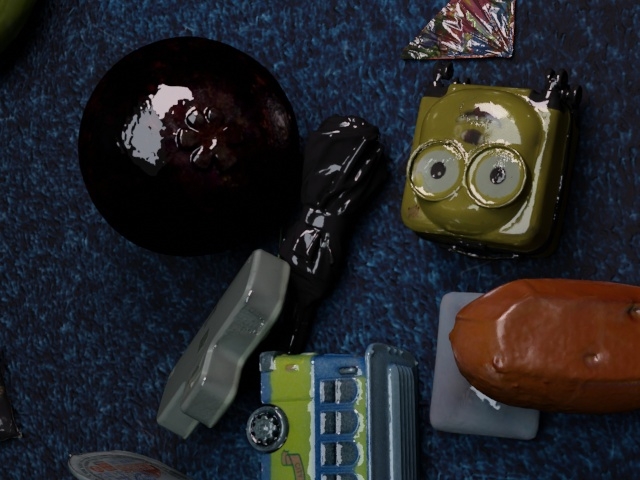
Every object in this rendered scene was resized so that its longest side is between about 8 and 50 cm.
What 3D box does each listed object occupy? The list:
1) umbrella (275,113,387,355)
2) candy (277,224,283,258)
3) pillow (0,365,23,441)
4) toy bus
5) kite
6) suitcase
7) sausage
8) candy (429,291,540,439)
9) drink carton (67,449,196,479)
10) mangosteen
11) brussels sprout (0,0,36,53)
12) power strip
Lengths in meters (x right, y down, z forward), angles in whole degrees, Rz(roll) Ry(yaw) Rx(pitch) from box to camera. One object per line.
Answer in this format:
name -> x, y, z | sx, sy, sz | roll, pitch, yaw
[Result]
umbrella -> 0.000, 0.000, 1.704 | 0.118, 0.118, 0.340 | 17, 96, 28
candy -> -0.053, 0.019, 1.763 | 0.025, 0.023, 0.083 | -8, 66, 33
pillow -> -0.500, 0.236, 1.915 | 0.090, 0.048, 0.150 | -27, 73, 27
toy bus -> 0.022, 0.290, 1.592 | 0.190, 0.152, 0.312 | -7, 76, 27
kite -> 0.202, -0.310, 1.713 | 0.232, 0.009, 0.189 | -43, 63, 10
suitcase -> 0.207, -0.096, 1.589 | 0.194, 0.143, 0.234 | 8, 83, 27
sausage -> 0.281, 0.120, 1.471 | 0.268, 0.141, 0.153 | 4, 80, -1
candy -> 0.205, 0.151, 1.577 | 0.138, 0.071, 0.174 | 3, 80, 23
drink carton -> -0.256, 0.394, 1.704 | 0.191, 0.185, 0.189 | 22, 100, 26
mangosteen -> -0.183, -0.111, 1.717 | 0.313, 0.297, 0.296 | -40, 60, 49
brussels sprout -> -0.560, -0.409, 1.978 | 0.328, 0.247, 0.328 | -9, 61, 17
power strip -> -0.129, 0.154, 1.649 | 0.059, 0.193, 0.265 | 30, 120, -12
